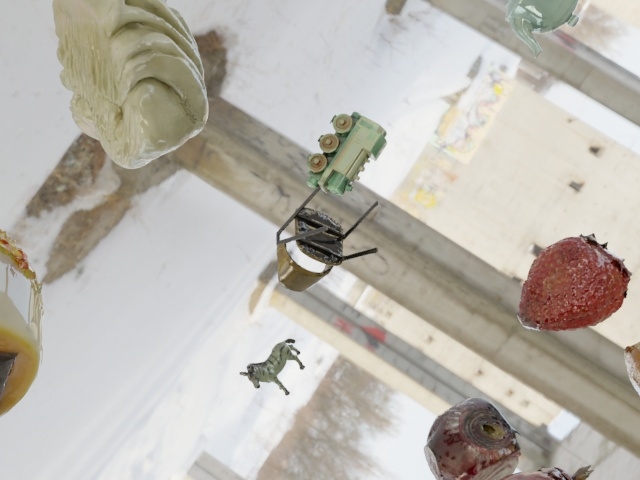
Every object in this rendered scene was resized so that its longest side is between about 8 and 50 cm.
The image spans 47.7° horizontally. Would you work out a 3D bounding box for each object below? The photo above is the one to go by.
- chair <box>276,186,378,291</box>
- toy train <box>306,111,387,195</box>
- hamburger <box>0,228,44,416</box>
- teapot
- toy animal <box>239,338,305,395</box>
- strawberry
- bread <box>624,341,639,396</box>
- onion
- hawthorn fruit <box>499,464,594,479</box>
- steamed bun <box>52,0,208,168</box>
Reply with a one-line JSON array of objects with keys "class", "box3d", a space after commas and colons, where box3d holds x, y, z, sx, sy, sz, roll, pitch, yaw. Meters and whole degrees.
[{"class": "chair", "box3d": [0.000, 0.000, 1.716, 0.246, 0.158, 0.173, -33, -135, 45]}, {"class": "toy train", "box3d": [0.053, -0.184, 1.564, 0.194, 0.125, 0.081, -57, 159, -5]}, {"class": "hamburger", "box3d": [-0.446, 0.093, 0.803, 0.275, 0.179, 0.294, 7, 129, -34]}, {"class": "teapot", "box3d": [0.490, -0.508, 1.541, 0.232, 0.159, 0.159, -52, 175, 1]}, {"class": "toy animal", "box3d": [-0.141, 0.378, 2.207, 0.073, 0.176, 0.217, -4, -135, 44]}, {"class": "strawberry", "box3d": [0.642, 0.134, 1.884, 0.288, 0.238, 0.250, -31, 132, -19]}, {"class": "bread", "box3d": [0.697, 0.268, 1.505, 0.114, 0.132, 0.190, -24, 160, 4]}, {"class": "onion", "box3d": [0.347, 0.495, 1.739, 0.206, 0.207, 0.216, -17, 136, -14]}, {"class": "hawthorn fruit", "box3d": [0.417, 0.543, 1.353, 0.307, 0.276, 0.276, -47, 171, -23]}, {"class": "steamed bun", "box3d": [-0.354, -0.334, 1.424, 0.247, 0.352, 0.340, -26, 127, -41]}]
